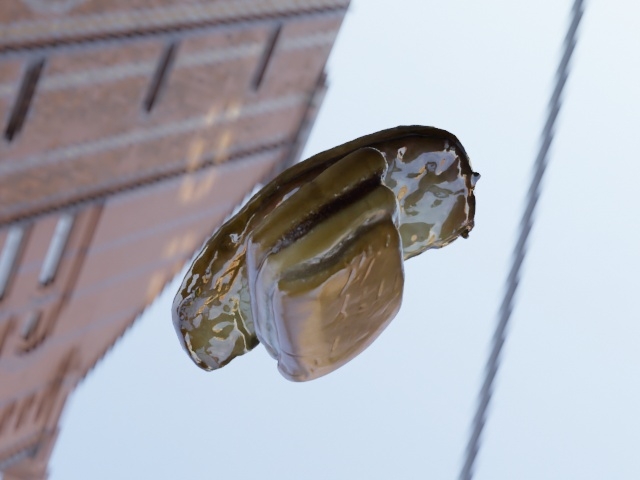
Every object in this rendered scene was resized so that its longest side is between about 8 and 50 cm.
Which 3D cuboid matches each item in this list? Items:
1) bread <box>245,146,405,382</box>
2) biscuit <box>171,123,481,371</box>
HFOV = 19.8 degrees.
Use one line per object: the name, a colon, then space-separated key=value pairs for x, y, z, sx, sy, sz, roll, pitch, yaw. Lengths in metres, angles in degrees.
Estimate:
bread: x=0.007 y=0.023 z=1.268 sx=0.077 sy=0.116 sz=0.200 roll=54 pitch=166 yaw=20
biscuit: x=-0.003 y=-0.002 z=1.584 sx=0.154 sy=0.299 sz=0.045 roll=63 pitch=179 yaw=-39
